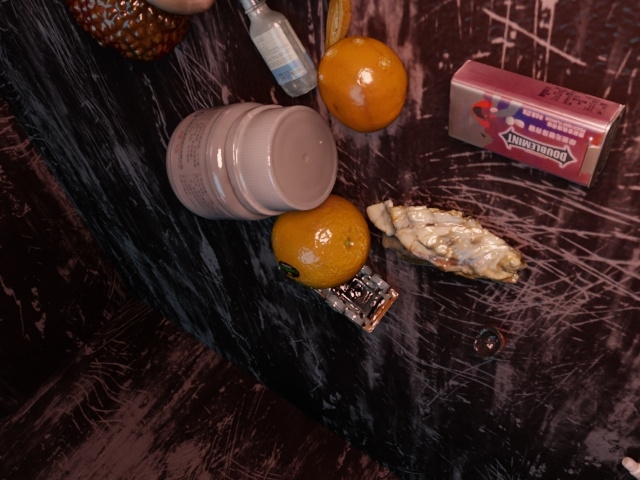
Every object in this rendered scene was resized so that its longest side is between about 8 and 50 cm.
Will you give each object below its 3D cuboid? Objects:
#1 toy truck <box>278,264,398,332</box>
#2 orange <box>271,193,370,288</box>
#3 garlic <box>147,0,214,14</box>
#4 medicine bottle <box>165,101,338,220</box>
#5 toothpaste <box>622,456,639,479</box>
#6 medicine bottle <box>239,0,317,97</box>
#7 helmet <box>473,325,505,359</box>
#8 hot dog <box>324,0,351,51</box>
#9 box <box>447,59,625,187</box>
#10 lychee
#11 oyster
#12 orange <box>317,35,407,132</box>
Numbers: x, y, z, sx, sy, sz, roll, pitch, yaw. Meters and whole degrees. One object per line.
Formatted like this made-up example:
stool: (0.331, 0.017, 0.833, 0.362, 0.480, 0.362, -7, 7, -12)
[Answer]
toy truck: (0.018, 0.089, 1.477, 0.338, 0.133, 0.184, 38, 169, 3)
orange: (0.000, 0.000, 1.276, 0.236, 0.236, 0.236, 31, 151, 20)
garlic: (-0.183, -0.456, 0.774, 0.340, 0.246, 0.231, -19, 99, 60)
medicine bottle: (-0.142, -0.162, 1.188, 0.306, 0.245, 0.245, 4, 135, 40)
toothpaste: (0.761, 0.557, 1.297, 0.190, 0.031, 0.048, 40, 150, -2)
medicine bottle: (-0.080, -0.359, 1.029, 0.090, 0.053, 0.208, 3, 132, 53)
helmet: (0.386, 0.226, 1.280, 0.084, 0.049, 0.065, -55, 49, 37)
hot dog: (0.029, -0.350, 0.926, 0.044, 0.028, 0.137, 59, 158, 26)
box: (0.291, -0.167, 0.808, 0.224, 0.069, 0.120, 26, 150, 29)
lychee: (-0.339, -0.458, 1.047, 0.236, 0.236, 0.271, 45, 131, -6)
oyster: (0.223, 0.013, 1.126, 0.355, 0.107, 0.201, 8, 141, 48)
orange: (0.069, -0.250, 0.920, 0.156, 0.124, 0.156, 47, 169, 12)
